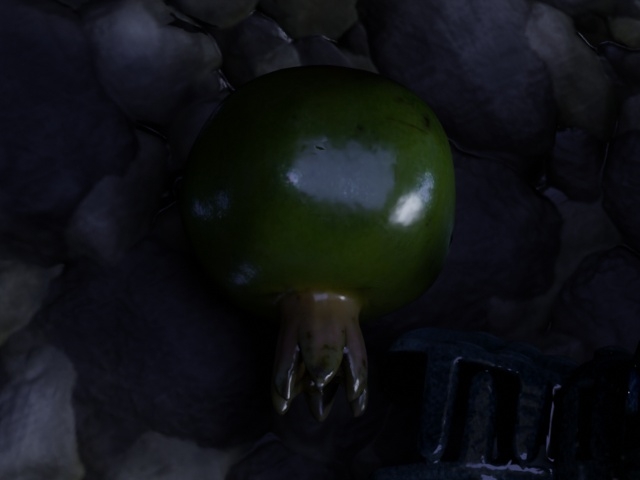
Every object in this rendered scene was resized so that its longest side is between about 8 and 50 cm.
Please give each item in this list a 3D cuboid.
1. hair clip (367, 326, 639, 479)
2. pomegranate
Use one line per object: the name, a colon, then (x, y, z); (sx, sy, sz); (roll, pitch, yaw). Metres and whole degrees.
hair clip: (0.191, 0.133, 0.974); (0.206, 0.310, 0.194); (29, 62, -41)
pomegranate: (0.000, 0.001, 0.987); (0.187, 0.187, 0.225); (9, 62, -16)
